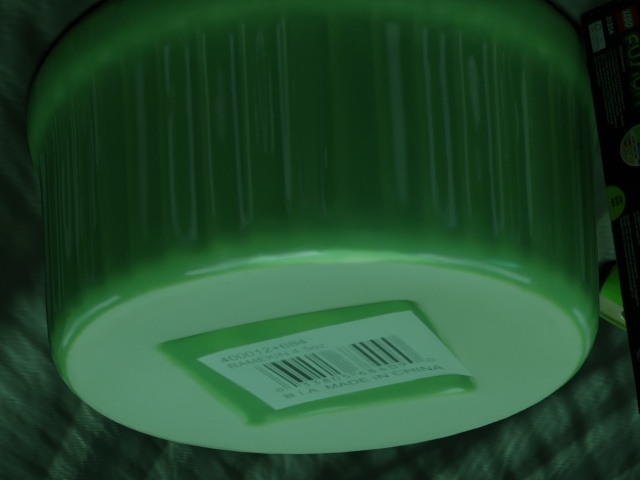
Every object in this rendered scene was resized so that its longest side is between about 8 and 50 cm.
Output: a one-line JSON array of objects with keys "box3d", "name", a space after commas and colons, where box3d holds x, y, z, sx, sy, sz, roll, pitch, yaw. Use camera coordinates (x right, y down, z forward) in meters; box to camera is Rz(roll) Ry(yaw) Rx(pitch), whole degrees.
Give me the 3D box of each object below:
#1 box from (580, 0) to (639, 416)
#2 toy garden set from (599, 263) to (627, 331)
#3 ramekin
[{"box3d": [0.179, -0.005, 0.727, 0.036, 0.207, 0.114, -23, 149, 34], "name": "box"}, {"box3d": [0.285, 0.047, 0.909, 0.204, 0.049, 0.244, 31, 151, 4], "name": "toy garden set"}, {"box3d": [0.000, 0.000, 0.782, 0.303, 0.148, 0.303, -2, 154, -1], "name": "ramekin"}]
